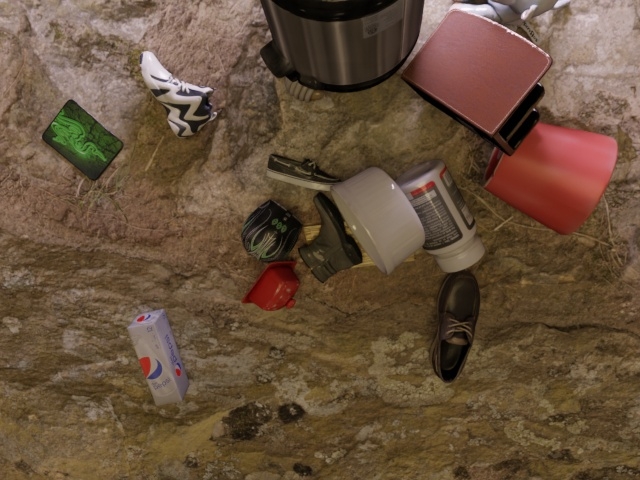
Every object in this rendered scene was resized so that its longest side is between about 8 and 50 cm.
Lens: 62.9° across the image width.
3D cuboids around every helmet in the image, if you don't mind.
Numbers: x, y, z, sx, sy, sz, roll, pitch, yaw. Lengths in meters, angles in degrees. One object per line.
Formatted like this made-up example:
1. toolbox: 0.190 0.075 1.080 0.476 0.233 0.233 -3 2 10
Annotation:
1. helmet: -0.143 -0.018 1.468 0.169 0.169 0.162 39 86 -11

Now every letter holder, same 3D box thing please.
1. letter holder: 0.384 -0.383 1.242 0.302 0.152 0.214 46 107 32

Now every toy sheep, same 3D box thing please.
1. toy sheep: -0.048 -0.409 1.365 0.132 0.091 0.091 35 107 5

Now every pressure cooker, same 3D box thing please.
1. pressure cooker: 0.046 -0.536 1.155 0.369 0.420 0.376 9 79 9

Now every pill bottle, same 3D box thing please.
1. pill bottle: 0.324 -0.063 1.431 0.161 0.161 0.283 -29 106 11

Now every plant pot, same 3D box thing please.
1. plant pot: 0.569 -0.182 1.344 0.243 0.275 0.275 23 108 6

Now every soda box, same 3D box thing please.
1. soda box: -0.502 0.367 1.638 0.091 0.098 0.286 -11 109 6

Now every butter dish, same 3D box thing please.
1. butter dish: -0.119 0.148 1.507 0.118 0.160 0.160 44 108 21

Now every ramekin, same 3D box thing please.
1. ramekin: 0.153 -0.059 1.372 0.135 0.277 0.277 -33 105 -3

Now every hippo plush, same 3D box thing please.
1. hippo plush: 0.441 -0.549 1.221 0.294 0.236 0.234 31 107 -9

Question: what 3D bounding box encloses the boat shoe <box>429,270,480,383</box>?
1. boat shoe: 0.412 0.266 1.557 0.132 0.130 0.356 3 109 0

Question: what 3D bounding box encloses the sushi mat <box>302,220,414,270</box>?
1. sushi mat: 0.114 0.009 1.537 0.316 0.019 0.152 -7 107 4

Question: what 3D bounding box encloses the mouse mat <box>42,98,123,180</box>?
1. mouse mat: -0.667 -0.279 1.469 0.189 0.007 0.152 42 105 -11

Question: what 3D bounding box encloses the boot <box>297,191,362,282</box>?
1. boot: 0.000 0.000 1.488 0.161 0.083 0.247 -26 105 15

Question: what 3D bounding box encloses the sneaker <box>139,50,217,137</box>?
1. sneaker: -0.356 -0.401 1.372 0.153 0.094 0.235 -22 107 8

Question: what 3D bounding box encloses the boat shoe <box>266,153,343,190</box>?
1. boat shoe: -0.040 -0.189 1.443 0.219 0.078 0.070 12 110 -1
